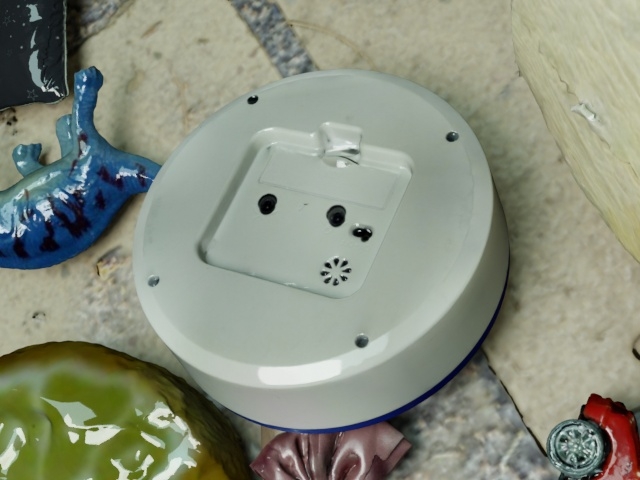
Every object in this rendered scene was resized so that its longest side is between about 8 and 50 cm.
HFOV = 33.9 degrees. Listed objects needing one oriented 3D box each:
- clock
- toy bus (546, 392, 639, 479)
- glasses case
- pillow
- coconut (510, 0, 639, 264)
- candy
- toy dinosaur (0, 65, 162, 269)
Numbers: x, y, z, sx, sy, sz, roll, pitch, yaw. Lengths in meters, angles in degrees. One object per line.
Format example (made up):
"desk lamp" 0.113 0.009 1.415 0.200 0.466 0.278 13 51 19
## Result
"clock" 0.000 0.000 0.658 0.230 0.083 0.231 -8 55 12
"toy bus" 0.149 0.186 0.577 0.089 0.081 0.195 17 82 16
"glasses case" 0.008 0.175 0.644 0.102 0.070 0.194 -9 72 20
"pillow" -0.257 -0.201 0.869 0.141 0.055 0.208 -7 72 28
"coconut" 0.258 -0.111 0.468 0.346 0.346 0.360 -31 58 12
"candy" -0.164 0.194 0.686 0.259 0.118 0.260 -5 75 19
"toy dinosaur" -0.205 -0.039 0.794 0.329 0.076 0.144 -14 77 8
